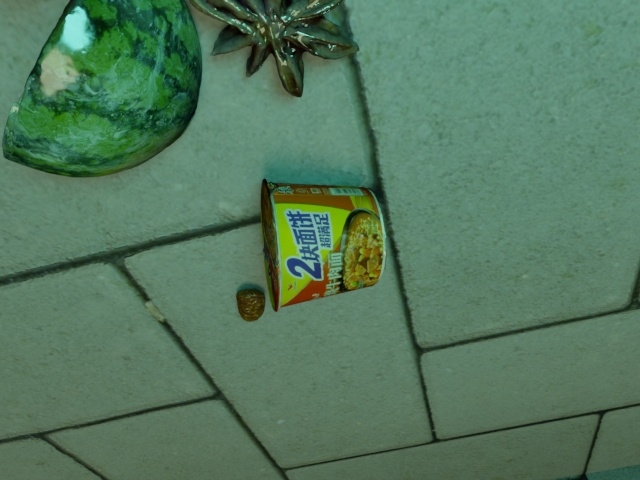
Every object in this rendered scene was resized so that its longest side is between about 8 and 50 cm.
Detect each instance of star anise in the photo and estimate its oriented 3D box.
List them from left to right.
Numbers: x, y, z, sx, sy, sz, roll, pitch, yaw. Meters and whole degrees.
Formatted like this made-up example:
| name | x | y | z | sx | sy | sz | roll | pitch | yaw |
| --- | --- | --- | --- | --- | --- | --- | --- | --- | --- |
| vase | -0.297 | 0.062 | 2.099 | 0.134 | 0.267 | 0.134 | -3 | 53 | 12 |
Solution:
| name | x | y | z | sx | sy | sz | roll | pitch | yaw |
| --- | --- | --- | --- | --- | --- | --- | --- | --- | --- |
| star anise | -0.057 | -0.282 | 0.581 | 0.236 | 0.093 | 0.229 | 9 | 136 | -9 |

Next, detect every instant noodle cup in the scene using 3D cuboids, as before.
| name | x | y | z | sx | sy | sz | roll | pitch | yaw |
| --- | --- | --- | --- | --- | --- | --- | --- | --- | --- |
| instant noodle cup | 0.000 | 0.000 | 0.767 | 0.174 | 0.213 | 0.213 | -5 | 132 | -12 |

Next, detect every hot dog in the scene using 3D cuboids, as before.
| name | x | y | z | sx | sy | sz | roll | pitch | yaw |
| --- | --- | --- | --- | --- | --- | --- | --- | --- | --- |
| hot dog | -0.140 | 0.126 | 0.965 | 0.058 | 0.035 | 0.083 | -1 | 131 | -5 |

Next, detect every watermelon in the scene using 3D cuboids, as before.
| name | x | y | z | sx | sy | sz | roll | pitch | yaw |
| --- | --- | --- | --- | --- | --- | --- | --- | --- | --- |
| watermelon | -0.265 | -0.209 | 0.597 | 0.305 | 0.180 | 0.224 | -48 | 164 | 27 |
